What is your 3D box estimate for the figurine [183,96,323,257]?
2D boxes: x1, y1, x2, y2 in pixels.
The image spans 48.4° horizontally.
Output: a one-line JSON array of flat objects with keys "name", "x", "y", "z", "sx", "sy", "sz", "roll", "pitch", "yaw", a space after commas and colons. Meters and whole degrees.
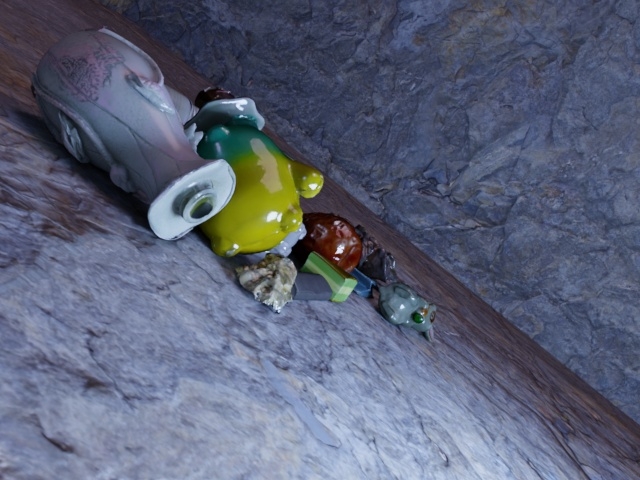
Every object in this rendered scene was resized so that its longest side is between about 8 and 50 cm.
[{"name": "figurine", "x": -0.170, "y": -0.125, "z": 1.507, "sx": 0.231, "sy": 0.323, "sz": 0.340, "roll": 64, "pitch": 1, "yaw": -56}]

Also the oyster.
[{"name": "oyster", "x": -0.096, "y": 0.074, "z": 1.418, "sx": 0.133, "sy": 0.072, "sz": 0.209, "roll": 36, "pitch": 12, "yaw": 13}]

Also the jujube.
[{"name": "jujube", "x": 0.000, "y": 0.000, "z": 1.814, "sx": 0.168, "sy": 0.168, "sz": 0.236, "roll": 27, "pitch": 4, "yaw": -44}]

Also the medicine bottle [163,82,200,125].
[{"name": "medicine bottle", "x": -0.438, "y": -0.356, "z": 1.959, "sx": 0.258, "sy": 0.143, "sz": 0.143, "roll": 29, "pitch": 13, "yaw": -38}]

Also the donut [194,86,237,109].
[{"name": "donut", "x": -0.282, "y": -0.330, "z": 2.122, "sx": 0.270, "sy": 0.103, "sz": 0.270, "roll": 45, "pitch": -27, "yaw": 31}]

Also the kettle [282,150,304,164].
[{"name": "kettle", "x": -0.116, "y": -0.203, "z": 2.333, "sx": 0.098, "sy": 0.148, "sz": 0.127, "roll": 42, "pitch": 13, "yaw": 34}]

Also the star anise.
[{"name": "star anise", "x": 0.114, "y": 0.017, "z": 2.213, "sx": 0.331, "sy": 0.118, "sz": 0.332, "roll": 35, "pitch": 5, "yaw": -4}]

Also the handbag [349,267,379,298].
[{"name": "handbag", "x": 0.068, "y": 0.075, "z": 1.992, "sx": 0.221, "sy": 0.057, "sz": 0.144, "roll": 39, "pitch": 5, "yaw": 20}]

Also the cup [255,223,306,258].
[{"name": "cup", "x": -0.117, "y": -0.037, "z": 1.655, "sx": 0.142, "sy": 0.134, "sz": 0.173, "roll": 40, "pitch": 10, "yaw": 8}]

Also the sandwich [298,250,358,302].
[{"name": "sandwich", "x": 0.019, "y": 0.087, "z": 1.717, "sx": 0.116, "sy": 0.074, "sz": 0.074, "roll": 41, "pitch": 13, "yaw": 24}]

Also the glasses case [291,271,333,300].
[{"name": "glasses case", "x": -0.035, "y": 0.101, "z": 1.585, "sx": 0.072, "sy": 0.042, "sz": 0.190, "roll": 49, "pitch": 14, "yaw": 20}]

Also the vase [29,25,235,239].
[{"name": "vase", "x": -0.359, "y": -0.206, "z": 1.372, "sx": 0.445, "sy": 0.250, "sz": 0.250, "roll": 46, "pitch": 13, "yaw": 21}]

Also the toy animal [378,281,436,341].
[{"name": "toy animal", "x": 0.255, "y": 0.191, "z": 1.942, "sx": 0.236, "sy": 0.108, "sz": 0.138, "roll": 26, "pitch": 14, "yaw": -47}]
